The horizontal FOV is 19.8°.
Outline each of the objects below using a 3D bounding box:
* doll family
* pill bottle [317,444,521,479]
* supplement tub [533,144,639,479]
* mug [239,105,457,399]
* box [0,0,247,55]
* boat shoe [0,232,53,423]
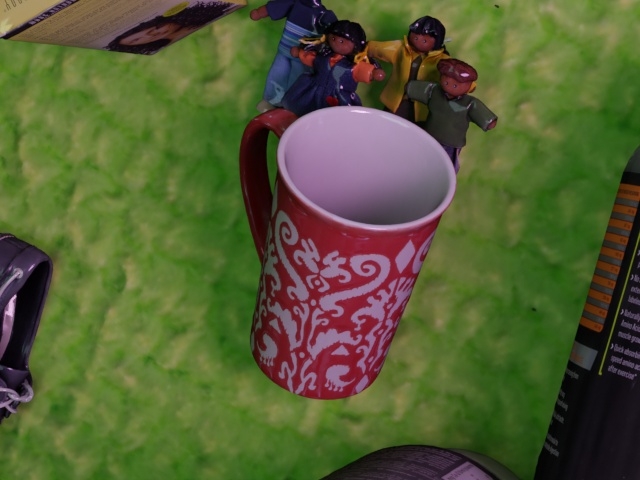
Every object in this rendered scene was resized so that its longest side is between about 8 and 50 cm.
[{"bbox_3d":[0.031,-0.112,1.211,0.193,0.076,0.111,19,118,13],"label":"doll family"},{"bbox_3d":[0.046,0.211,1.113,0.162,0.278,0.162,1,93,20],"label":"pill bottle"},{"bbox_3d":[0.247,0.064,1.075,0.194,0.193,0.316,17,93,18],"label":"supplement tub"},{"bbox_3d":[0.010,0.001,1.189,0.113,0.150,0.169,-1,134,-16],"label":"mug"},{"bbox_3d":[-0.132,-0.165,1.183,0.087,0.232,0.058,-26,84,20],"label":"box"},{"bbox_3d":[-0.240,0.097,1.317,0.065,0.075,0.206,12,92,22],"label":"boat shoe"}]
